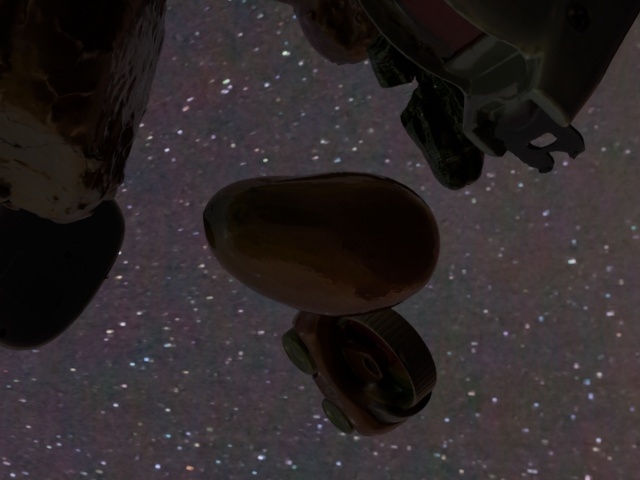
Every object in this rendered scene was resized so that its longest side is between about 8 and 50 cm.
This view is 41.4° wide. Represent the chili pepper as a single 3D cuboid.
[{"bbox_3d":[0.150,-0.181,1.107,0.099,0.083,0.253,-36,-64,-6],"label":"chili pepper"}]

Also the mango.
[{"bbox_3d":[0.004,0.006,0.931,0.139,0.254,0.175,-75,-17,-51],"label":"mango"}]

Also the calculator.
[{"bbox_3d":[-0.337,-0.001,1.079,0.185,0.041,0.299,52,-128,-39],"label":"calculator"}]

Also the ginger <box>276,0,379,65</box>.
[{"bbox_3d":[-0.012,-0.408,1.261,0.357,0.152,0.274,46,-159,-1],"label":"ginger"}]

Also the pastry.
[{"bbox_3d":[-0.167,-0.119,0.567,0.100,0.229,0.218,14,-86,-4],"label":"pastry"}]

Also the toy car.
[{"bbox_3d":[0.077,0.167,1.171,0.145,0.235,0.235,-36,-73,-23],"label":"toy car"}]

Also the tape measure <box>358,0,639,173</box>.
[{"bbox_3d":[0.133,-0.215,0.567,0.246,0.125,0.243,40,-111,-12],"label":"tape measure"}]
